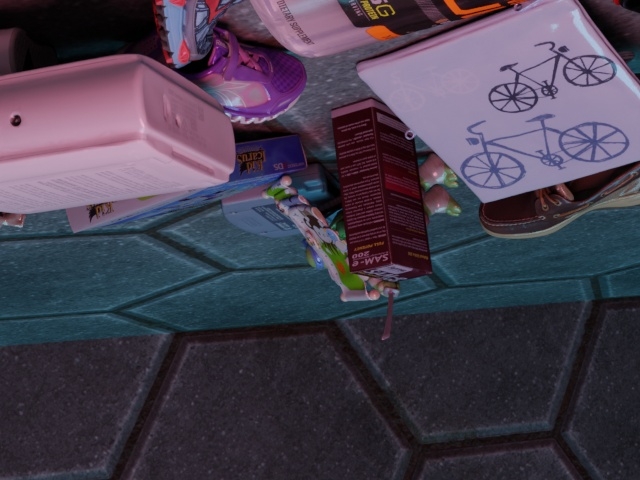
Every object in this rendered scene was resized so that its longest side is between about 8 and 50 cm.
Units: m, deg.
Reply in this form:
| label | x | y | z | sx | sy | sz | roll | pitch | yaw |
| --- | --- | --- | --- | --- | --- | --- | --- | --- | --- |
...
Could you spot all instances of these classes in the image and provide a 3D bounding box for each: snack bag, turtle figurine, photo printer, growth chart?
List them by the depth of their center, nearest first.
| label | x | y | z | sx | sy | sz | roll | pitch | yaw |
| --- | --- | --- | --- | --- | --- | --- | --- | --- | --- |
| photo printer | -0.275 | -0.102 | 1.267 | 0.307 | 0.107 | 0.256 | -8 | 171 | 17 |
| snack bag | 0.254 | -0.178 | 1.552 | 0.323 | 0.037 | 0.342 | -16 | 140 | 37 |
| growth chart | 0.000 | 0.000 | 1.795 | 0.021 | 0.237 | 0.172 | -36 | 178 | -16 |
| turtle figurine | 0.128 | 0.001 | 1.951 | 0.266 | 0.198 | 0.275 | -36 | -155 | -14 |

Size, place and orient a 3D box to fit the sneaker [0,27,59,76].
| label | x | y | z | sx | sy | sz | roll | pitch | yaw |
| --- | --- | --- | --- | --- | --- | --- | --- | --- | --- |
| sneaker | -0.382 | -0.181 | 1.326 | 0.163 | 0.086 | 0.226 | -3 | 172 | 4 |

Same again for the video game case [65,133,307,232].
| label | x | y | z | sx | sy | sz | roll | pitch | yaw |
| --- | --- | --- | --- | --- | --- | --- | --- | --- | --- |
| video game case | -0.194 | -0.084 | 1.759 | 0.244 | 0.061 | 0.269 | -15 | 180 | 38 |

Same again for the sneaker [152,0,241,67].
| label | x | y | z | sx | sy | sz | roll | pitch | yaw |
| --- | --- | --- | --- | --- | --- | --- | --- | --- | --- |
| sneaker | -0.101 | -0.243 | 1.160 | 0.125 | 0.104 | 0.262 | -8 | 168 | -6 |

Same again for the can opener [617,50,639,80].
| label | x | y | z | sx | sy | sz | roll | pitch | yaw |
| --- | --- | --- | --- | --- | --- | --- | --- | --- | --- |
| can opener | 0.289 | -0.197 | 1.602 | 0.280 | 0.093 | 0.074 | -10 | 180 | 30 |

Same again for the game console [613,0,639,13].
| label | x | y | z | sx | sy | sz | roll | pitch | yaw |
| --- | --- | --- | --- | --- | --- | --- | --- | --- | --- |
| game console | 0.535 | -0.322 | 1.291 | 0.386 | 0.060 | 0.342 | -18 | 169 | 41 |

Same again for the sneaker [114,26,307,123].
| label | x | y | z | sx | sy | sz | roll | pitch | yaw |
| --- | --- | --- | --- | --- | --- | --- | --- | --- | --- |
| sneaker | -0.113 | -0.200 | 1.383 | 0.236 | 0.095 | 0.104 | 2 | 157 | -30 |

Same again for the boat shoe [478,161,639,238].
| label | x | y | z | sx | sy | sz | roll | pitch | yaw |
| --- | --- | --- | --- | --- | --- | --- | --- | --- | --- |
| boat shoe | 0.424 | -0.097 | 2.086 | 0.342 | 0.123 | 0.123 | -13 | 152 | 25 |

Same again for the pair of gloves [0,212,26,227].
| label | x | y | z | sx | sy | sz | roll | pitch | yaw |
| --- | --- | --- | --- | --- | --- | --- | --- | --- | --- |
| pair of gloves | -0.545 | -0.048 | 1.916 | 0.204 | 0.042 | 0.240 | 4 | 164 | -40 |

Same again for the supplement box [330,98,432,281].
| label | x | y | z | sx | sy | sz | roll | pitch | yaw |
| --- | --- | --- | --- | --- | --- | --- | --- | --- | --- |
| supplement box | 0.088 | -0.068 | 1.714 | 0.073 | 0.239 | 0.130 | -14 | 165 | 29 |

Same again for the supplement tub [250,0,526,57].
| label | x | y | z | sx | sy | sz | roll | pitch | yaw |
| --- | --- | --- | --- | --- | --- | --- | --- | --- | --- |
| supplement tub | 0.109 | -0.274 | 0.902 | 0.338 | 0.207 | 0.207 | -12 | 166 | 23 |

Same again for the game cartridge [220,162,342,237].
| label | x | y | z | sx | sy | sz | roll | pitch | yaw |
| --- | --- | --- | --- | --- | --- | --- | --- | --- | --- |
| game cartridge | -0.060 | -0.065 | 2.080 | 0.198 | 0.062 | 0.297 | -6 | 168 | 13 |
